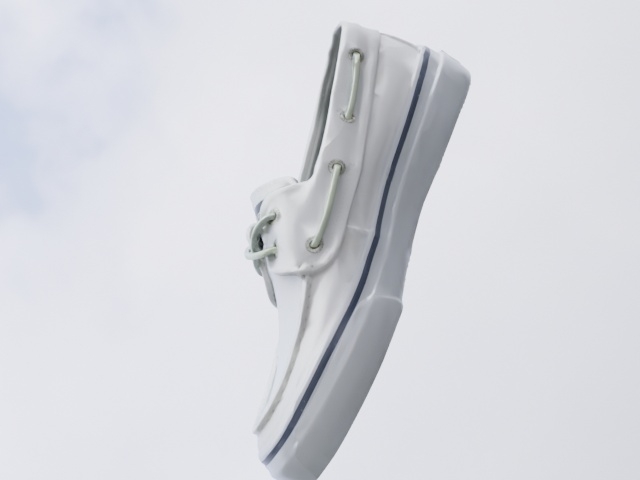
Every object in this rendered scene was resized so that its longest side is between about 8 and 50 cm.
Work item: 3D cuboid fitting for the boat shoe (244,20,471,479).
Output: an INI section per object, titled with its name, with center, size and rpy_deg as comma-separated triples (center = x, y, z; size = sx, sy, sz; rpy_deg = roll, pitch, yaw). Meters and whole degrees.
[boat shoe]
center = 0.000, 0.000, 0.646
size = 0.083, 0.076, 0.226
rpy_deg = 127, 166, -58
